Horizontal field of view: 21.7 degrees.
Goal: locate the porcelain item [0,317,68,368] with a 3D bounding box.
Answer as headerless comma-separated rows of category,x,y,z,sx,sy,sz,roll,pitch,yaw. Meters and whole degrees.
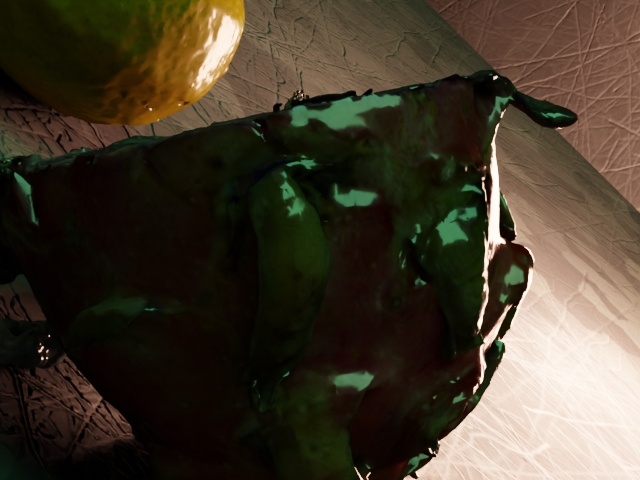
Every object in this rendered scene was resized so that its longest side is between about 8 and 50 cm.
porcelain item,-0.169,0.062,1.013,0.036,0.028,0.083,30,13,23

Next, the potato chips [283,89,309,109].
potato chips,-0.004,0.001,1.327,0.220,0.029,0.202,66,19,-49

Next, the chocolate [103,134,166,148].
chocolate,-0.103,-0.030,1.246,0.110,0.110,0.248,45,17,14

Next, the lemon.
lemon,-0.170,-0.195,1.344,0.260,0.204,0.204,19,28,-49

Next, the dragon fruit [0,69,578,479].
dragon fruit,-0.016,0.053,0.974,0.296,0.314,0.263,-14,96,-53
